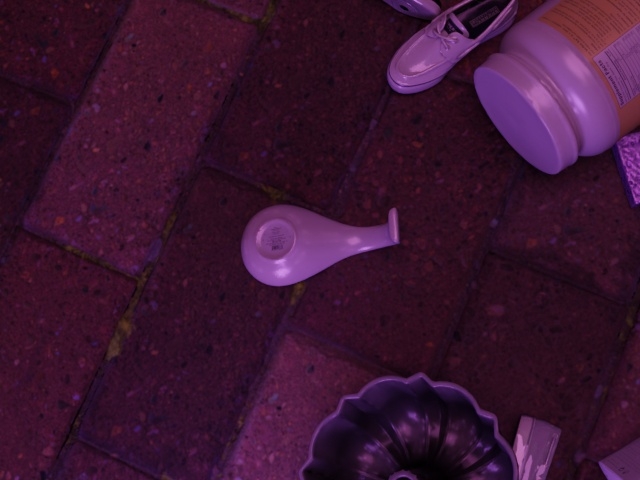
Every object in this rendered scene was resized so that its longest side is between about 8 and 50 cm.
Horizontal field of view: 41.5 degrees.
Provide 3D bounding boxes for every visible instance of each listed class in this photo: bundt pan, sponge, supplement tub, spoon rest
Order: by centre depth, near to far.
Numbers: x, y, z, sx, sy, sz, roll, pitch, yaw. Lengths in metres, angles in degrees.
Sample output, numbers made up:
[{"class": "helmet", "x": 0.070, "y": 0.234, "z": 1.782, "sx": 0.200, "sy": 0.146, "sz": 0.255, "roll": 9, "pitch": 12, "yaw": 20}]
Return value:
[{"class": "bundt pan", "x": 0.139, "y": 0.364, "z": 1.219, "sx": 0.330, "sy": 0.124, "sz": 0.331, "roll": -10, "pitch": 66, "yaw": 24}, {"class": "supplement tub", "x": 0.428, "y": -0.280, "z": 1.294, "sx": 0.331, "sy": 0.241, "sz": 0.241, "roll": -37, "pitch": 77, "yaw": -2}, {"class": "sponge", "x": 0.586, "y": -0.131, "z": 1.355, "sx": 0.210, "sy": 0.031, "sz": 0.117, "roll": -12, "pitch": 78, "yaw": 3}, {"class": "spoon rest", "x": 0.000, "y": 0.000, "z": 1.374, "sx": 0.276, "sy": 0.084, "sz": 0.137, "roll": -6, "pitch": 76, "yaw": 18}]

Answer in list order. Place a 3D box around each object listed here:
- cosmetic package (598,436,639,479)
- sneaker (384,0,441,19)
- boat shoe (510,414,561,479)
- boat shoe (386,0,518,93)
[{"class": "cosmetic package", "x": 0.558, "y": 0.361, "z": 1.175, "sx": 0.224, "sy": 0.138, "sz": 0.224, "roll": -32, "pitch": 95, "yaw": -2}, {"class": "sneaker", "x": 0.130, "y": -0.473, "z": 1.445, "sx": 0.217, "sy": 0.079, "sz": 0.121, "roll": 30, "pitch": 84, "yaw": 12}, {"class": "boat shoe", "x": 0.311, "y": 0.377, "z": 1.254, "sx": 0.081, "sy": 0.079, "sz": 0.228, "roll": 12, "pitch": 77, "yaw": 12}, {"class": "boat shoe", "x": 0.217, "y": -0.346, "z": 1.408, "sx": 0.258, "sy": 0.084, "sz": 0.095, "roll": -39, "pitch": 78, "yaw": -3}]
